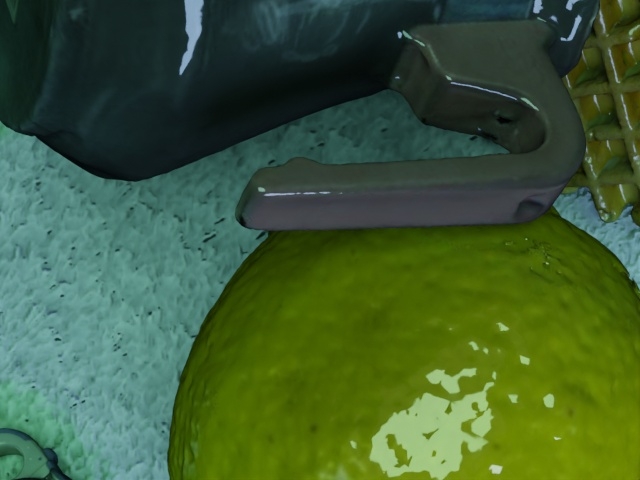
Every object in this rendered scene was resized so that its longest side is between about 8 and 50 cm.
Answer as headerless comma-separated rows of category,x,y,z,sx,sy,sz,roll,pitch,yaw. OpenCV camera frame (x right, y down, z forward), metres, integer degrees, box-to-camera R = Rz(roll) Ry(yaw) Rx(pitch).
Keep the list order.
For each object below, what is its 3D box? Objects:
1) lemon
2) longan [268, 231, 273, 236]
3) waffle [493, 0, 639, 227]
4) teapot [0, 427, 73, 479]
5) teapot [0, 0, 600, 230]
lemon,0.063,0.120,1.014,0.336,0.336,0.336,0,85,0
longan,0.000,0.000,1.150,0.075,0.075,0.083,-32,127,-3
waffle,0.207,-0.126,1.086,0.253,0.249,0.056,47,46,1
teapot,-0.213,0.210,1.124,0.108,0.149,0.111,-39,125,-17
teapot,-0.010,-0.168,0.943,0.362,0.305,0.376,-6,57,-25
